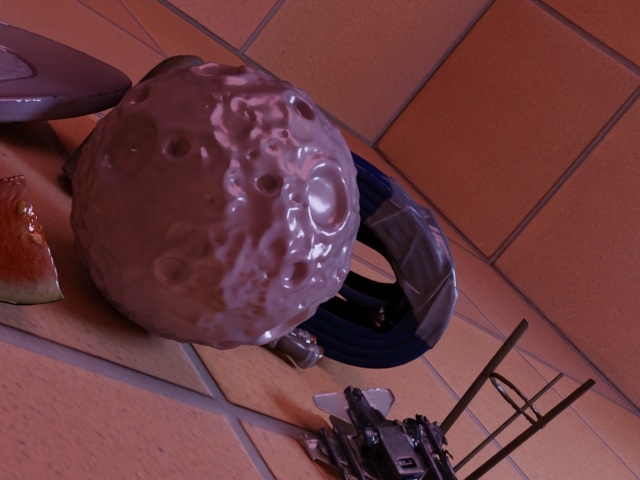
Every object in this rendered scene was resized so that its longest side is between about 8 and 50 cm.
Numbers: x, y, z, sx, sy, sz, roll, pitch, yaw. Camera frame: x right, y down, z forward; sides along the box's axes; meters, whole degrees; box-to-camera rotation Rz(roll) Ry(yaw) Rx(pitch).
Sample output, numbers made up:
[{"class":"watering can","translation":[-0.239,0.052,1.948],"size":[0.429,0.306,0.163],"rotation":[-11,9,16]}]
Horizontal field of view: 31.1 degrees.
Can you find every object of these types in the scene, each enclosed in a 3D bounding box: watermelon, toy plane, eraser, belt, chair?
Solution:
[{"class":"watermelon","translation":[-0.251,-0.013,0.846],"size":[0.135,0.094,0.125],"rotation":[17,33,-54]},{"class":"toy plane","translation":[0.069,0.210,1.071],"size":[0.160,0.082,0.234],"rotation":[0,31,-31]},{"class":"eraser","translation":[-0.319,-0.175,1.270],"size":[0.243,0.059,0.204],"rotation":[4,32,-43]},{"class":"belt","translation":[0.000,0.000,1.340],"size":[0.347,0.212,0.117],"rotation":[35,9,-1]},{"class":"chair","translation":[0.184,0.202,1.239],"size":[0.104,0.221,0.095],"rotation":[43,-13,28]}]

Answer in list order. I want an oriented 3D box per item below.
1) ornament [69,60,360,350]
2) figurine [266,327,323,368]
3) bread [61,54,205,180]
[{"class":"ornament","translation":[-0.095,-0.032,1.010],"size":[0.225,0.259,0.259],"rotation":[34,12,-48]},{"class":"figurine","translation":[-0.063,0.056,1.210],"size":[0.197,0.093,0.147],"rotation":[36,6,-32]},{"class":"bread","translation":[-0.188,-0.133,1.336],"size":[0.102,0.183,0.337],"rotation":[36,8,-5]}]
